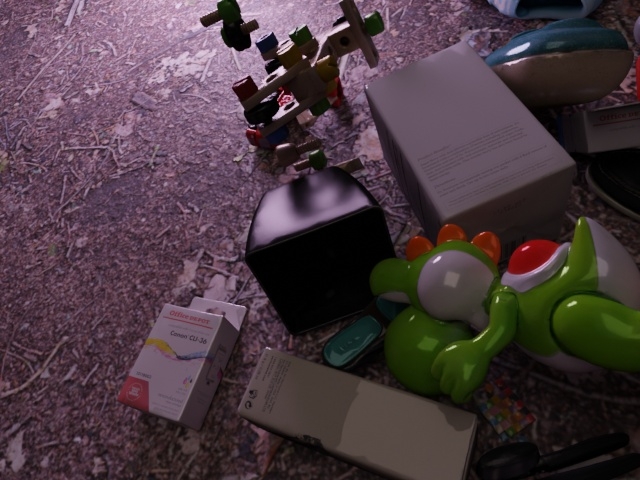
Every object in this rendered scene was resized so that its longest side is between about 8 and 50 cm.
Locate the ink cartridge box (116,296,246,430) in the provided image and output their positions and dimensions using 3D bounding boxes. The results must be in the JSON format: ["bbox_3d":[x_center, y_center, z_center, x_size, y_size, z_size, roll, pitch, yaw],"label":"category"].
[{"bbox_3d":[-0.204,0.170,0.742,0.115,0.067,0.198,8,60,22],"label":"ink cartridge box"}]

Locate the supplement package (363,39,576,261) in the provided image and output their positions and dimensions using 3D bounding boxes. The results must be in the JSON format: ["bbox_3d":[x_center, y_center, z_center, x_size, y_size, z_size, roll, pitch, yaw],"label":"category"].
[{"bbox_3d":[0.210,-0.124,0.736,0.177,0.175,0.293,-23,54,4],"label":"supplement package"}]

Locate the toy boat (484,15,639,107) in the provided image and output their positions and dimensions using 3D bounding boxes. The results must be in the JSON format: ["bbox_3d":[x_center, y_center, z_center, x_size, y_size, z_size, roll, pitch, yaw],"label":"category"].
[{"bbox_3d":[0.411,-0.286,0.765,0.318,0.148,0.267,-5,11,-6],"label":"toy boat"}]

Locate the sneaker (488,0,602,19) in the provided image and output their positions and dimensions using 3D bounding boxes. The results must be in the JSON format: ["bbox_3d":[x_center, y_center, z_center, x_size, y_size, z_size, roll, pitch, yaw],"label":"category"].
[{"bbox_3d":[0.377,-0.521,0.969,0.366,0.135,0.150,20,63,28],"label":"sneaker"}]

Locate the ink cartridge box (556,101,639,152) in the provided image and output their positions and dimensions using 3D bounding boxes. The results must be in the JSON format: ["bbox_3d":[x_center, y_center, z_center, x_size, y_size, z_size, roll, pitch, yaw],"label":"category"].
[{"bbox_3d":[0.420,-0.163,0.700,0.104,0.180,0.060,-7,100,13],"label":"ink cartridge box"}]

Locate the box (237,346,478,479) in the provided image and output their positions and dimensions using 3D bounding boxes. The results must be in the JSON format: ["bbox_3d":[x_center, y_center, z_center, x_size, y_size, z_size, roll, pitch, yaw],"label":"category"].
[{"bbox_3d":[0.046,0.226,0.602,0.275,0.113,0.094,12,63,25],"label":"box"}]

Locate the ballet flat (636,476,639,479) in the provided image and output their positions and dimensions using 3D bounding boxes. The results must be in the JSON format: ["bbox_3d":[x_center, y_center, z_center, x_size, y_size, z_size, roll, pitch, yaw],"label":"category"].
[{"bbox_3d":[0.419,0.259,0.443,0.408,0.147,0.147,-11,55,16],"label":"ballet flat"}]

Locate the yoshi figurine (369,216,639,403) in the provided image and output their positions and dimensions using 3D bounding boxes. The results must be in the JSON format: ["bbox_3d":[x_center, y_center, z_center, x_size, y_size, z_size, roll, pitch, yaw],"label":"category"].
[{"bbox_3d":[0.211,0.110,0.526,0.362,0.203,0.203,7,51,40],"label":"yoshi figurine"}]

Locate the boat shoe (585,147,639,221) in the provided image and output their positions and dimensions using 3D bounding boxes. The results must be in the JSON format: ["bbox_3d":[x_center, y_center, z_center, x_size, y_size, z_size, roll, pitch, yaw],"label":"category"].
[{"bbox_3d":[0.531,-0.063,0.634,0.127,0.113,0.340,-45,56,-13],"label":"boat shoe"}]

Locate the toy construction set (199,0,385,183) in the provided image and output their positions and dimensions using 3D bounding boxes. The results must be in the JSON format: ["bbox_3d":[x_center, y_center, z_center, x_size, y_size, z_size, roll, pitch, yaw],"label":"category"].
[{"bbox_3d":[0.006,-0.260,0.814,0.237,0.309,0.257,-16,12,19],"label":"toy construction set"}]

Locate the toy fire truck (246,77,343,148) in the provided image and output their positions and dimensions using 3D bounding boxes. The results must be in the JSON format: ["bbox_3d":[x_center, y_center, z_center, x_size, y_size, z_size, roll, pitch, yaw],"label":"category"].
[{"bbox_3d":[-0.050,-0.259,0.985,0.135,0.047,0.192,18,66,25],"label":"toy fire truck"}]

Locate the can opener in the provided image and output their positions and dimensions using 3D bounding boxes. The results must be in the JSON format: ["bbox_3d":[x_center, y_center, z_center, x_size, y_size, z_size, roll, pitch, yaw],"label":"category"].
[{"bbox_3d":[0.268,0.258,0.545,0.186,0.073,0.059,-9,47,1],"label":"can opener"}]

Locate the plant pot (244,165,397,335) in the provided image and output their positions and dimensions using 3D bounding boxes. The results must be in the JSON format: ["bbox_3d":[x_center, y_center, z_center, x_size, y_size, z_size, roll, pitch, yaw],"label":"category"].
[{"bbox_3d":[0.000,0.000,0.730,0.188,0.187,0.167,-21,41,3],"label":"plant pot"}]

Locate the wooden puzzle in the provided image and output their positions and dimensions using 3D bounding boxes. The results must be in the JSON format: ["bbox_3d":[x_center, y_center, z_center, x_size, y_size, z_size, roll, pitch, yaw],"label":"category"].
[{"bbox_3d":[0.233,0.217,0.612,0.049,0.006,0.083,-32,54,-5],"label":"wooden puzzle"}]

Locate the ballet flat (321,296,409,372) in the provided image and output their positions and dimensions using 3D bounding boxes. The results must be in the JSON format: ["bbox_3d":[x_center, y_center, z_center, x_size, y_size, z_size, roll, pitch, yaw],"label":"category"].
[{"bbox_3d":[0.090,0.117,0.683,0.203,0.074,0.074,-36,55,-8],"label":"ballet flat"}]
